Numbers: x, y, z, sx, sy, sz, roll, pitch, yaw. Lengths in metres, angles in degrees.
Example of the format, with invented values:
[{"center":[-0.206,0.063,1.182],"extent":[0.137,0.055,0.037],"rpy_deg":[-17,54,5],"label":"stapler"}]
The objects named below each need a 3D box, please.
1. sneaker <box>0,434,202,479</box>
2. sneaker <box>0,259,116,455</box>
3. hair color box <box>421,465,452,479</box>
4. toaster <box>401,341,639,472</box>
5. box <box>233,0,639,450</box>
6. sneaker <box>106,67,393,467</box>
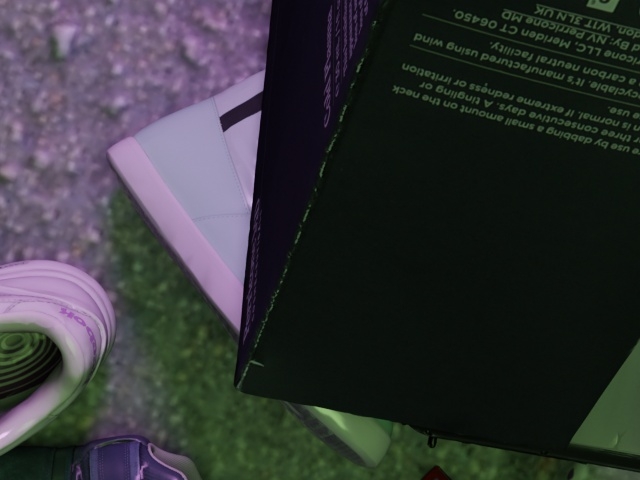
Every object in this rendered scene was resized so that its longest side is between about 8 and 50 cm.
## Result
[{"center":[-0.129,0.230,0.983],"extent":[0.163,0.086,0.226],"rpy_deg":[-8,96,-6],"label":"sneaker"},{"center":[-0.265,0.095,0.913],"extent":[0.305,0.152,0.114],"rpy_deg":[-24,102,-4],"label":"sneaker"},{"center":[0.115,0.214,1.028],"extent":[0.043,0.072,0.141],"rpy_deg":[-43,102,-2],"label":"hair color box"},{"center":[0.112,0.068,0.966],"extent":[0.185,0.168,0.110],"rpy_deg":[11,92,-11],"label":"toaster"},{"center":[0.086,-0.131,0.784],"extent":[0.179,0.312,0.343],"rpy_deg":[12,49,-10],"label":"box"},{"center":[0.000,-0.001,0.931],"extent":[0.151,0.094,0.256],"rpy_deg":[-34,67,-8],"label":"sneaker"}]
